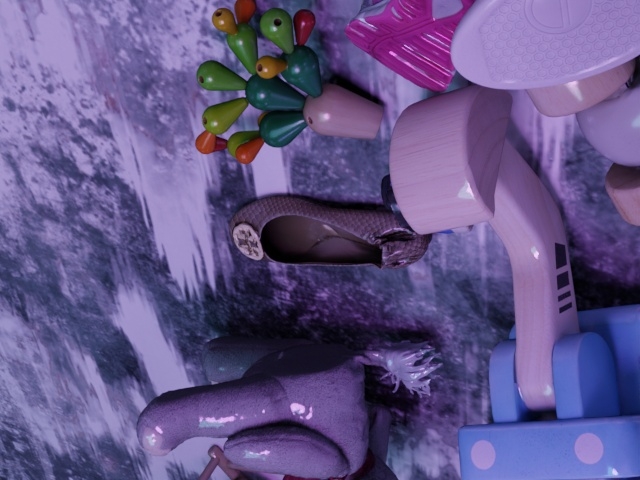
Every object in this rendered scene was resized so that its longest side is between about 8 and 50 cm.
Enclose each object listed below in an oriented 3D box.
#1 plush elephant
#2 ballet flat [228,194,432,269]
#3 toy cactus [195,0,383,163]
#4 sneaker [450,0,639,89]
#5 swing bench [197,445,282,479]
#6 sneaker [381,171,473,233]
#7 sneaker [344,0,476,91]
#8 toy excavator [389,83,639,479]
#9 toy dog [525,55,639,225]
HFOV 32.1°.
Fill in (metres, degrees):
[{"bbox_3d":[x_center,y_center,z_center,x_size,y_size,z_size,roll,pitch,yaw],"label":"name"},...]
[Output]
[{"bbox_3d":[-0.010,0.254,1.292,0.330,0.272,0.255,-7,102,8],"label":"plush elephant"},{"bbox_3d":[0.000,0.000,1.200,0.250,0.058,0.084,4,130,30],"label":"ballet flat"},{"bbox_3d":[-0.030,-0.141,1.074,0.181,0.112,0.219,15,137,-7],"label":"toy cactus"},{"bbox_3d":[0.210,-0.222,0.757,0.296,0.147,0.104,-35,125,25],"label":"sneaker"},{"bbox_3d":[-0.102,0.472,1.571,0.165,0.253,0.254,-1,128,34],"label":"swing bench"},{"bbox_3d":[0.091,-0.066,1.078,0.085,0.058,0.152,-4,134,25],"label":"sneaker"},{"bbox_3d":[0.103,-0.207,0.908,0.103,0.111,0.252,33,162,-8],"label":"sneaker"},{"bbox_3d":[0.227,0.107,1.051,0.222,0.445,0.433,-14,165,39],"label":"toy excavator"},{"bbox_3d":[0.320,-0.144,0.822,0.334,0.161,0.220,-6,124,18],"label":"toy dog"}]
